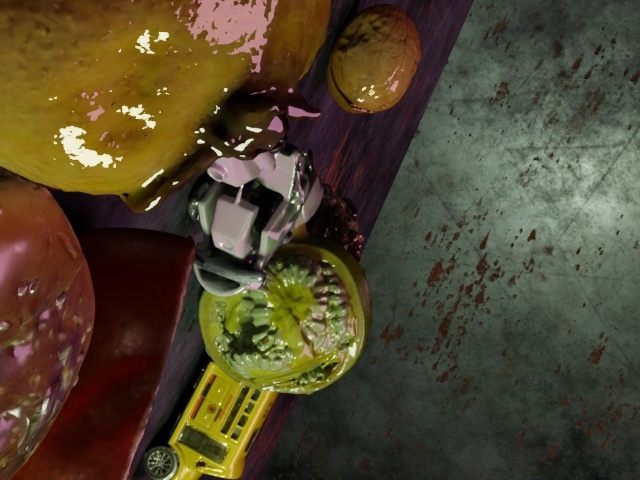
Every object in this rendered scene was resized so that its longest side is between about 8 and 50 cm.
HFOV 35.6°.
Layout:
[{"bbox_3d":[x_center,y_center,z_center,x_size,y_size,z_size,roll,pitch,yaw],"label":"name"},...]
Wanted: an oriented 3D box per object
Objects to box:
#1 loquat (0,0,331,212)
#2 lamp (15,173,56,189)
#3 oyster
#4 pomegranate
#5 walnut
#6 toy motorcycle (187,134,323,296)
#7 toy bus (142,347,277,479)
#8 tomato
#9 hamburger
[{"bbox_3d":[-0.108,-0.130,0.545,0.244,0.244,0.244,-61,171,-17],"label":"loquat"},{"bbox_3d":[-0.185,-0.088,0.689,0.107,0.092,0.107,177,-90,-80],"label":"lamp"},{"bbox_3d":[-0.006,0.001,1.654,0.092,0.198,0.260,9,82,-46],"label":"oyster"},{"bbox_3d":[-0.051,0.070,1.492,0.260,0.260,0.341,-25,116,-76],"label":"pomegranate"},{"bbox_3d":[0.081,-0.277,1.557,0.144,0.144,0.180,91,18,-70],"label":"walnut"},{"bbox_3d":[-0.092,-0.048,1.202,0.188,0.143,0.327,-59,163,-26],"label":"toy motorcycle"},{"bbox_3d":[-0.167,0.295,1.705,0.330,0.152,0.144,-63,172,-3],"label":"toy bus"},{"bbox_3d":[-0.219,0.131,0.872,0.338,0.143,0.338,-164,-90,-79],"label":"tomato"},{"bbox_3d":[-0.257,0.079,0.641,0.243,0.146,0.286,-34,152,-58],"label":"hamburger"}]
